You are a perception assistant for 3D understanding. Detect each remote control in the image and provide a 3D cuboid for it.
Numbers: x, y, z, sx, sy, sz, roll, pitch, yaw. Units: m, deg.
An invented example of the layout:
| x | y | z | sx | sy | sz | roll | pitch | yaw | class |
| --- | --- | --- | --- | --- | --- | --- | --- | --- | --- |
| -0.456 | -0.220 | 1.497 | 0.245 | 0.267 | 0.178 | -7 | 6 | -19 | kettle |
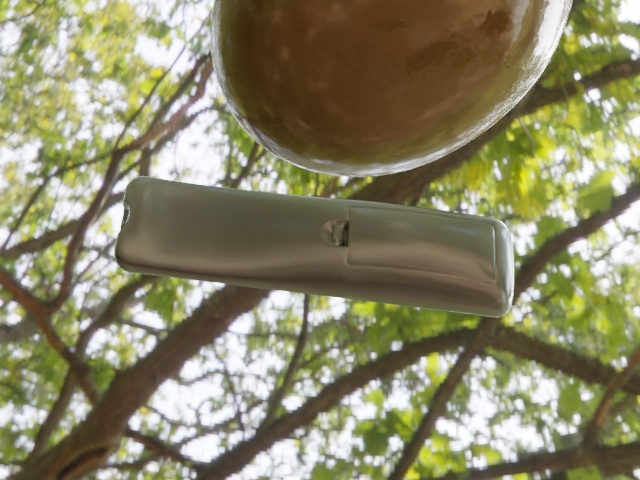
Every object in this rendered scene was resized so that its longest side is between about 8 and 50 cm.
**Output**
| x | y | z | sx | sy | sz | roll | pitch | yaw | class |
| --- | --- | --- | --- | --- | --- | --- | --- | --- | --- |
| 0.000 | 0.000 | 0.522 | 0.184 | 0.050 | 0.027 | 7 | -32 | -5 | remote control |

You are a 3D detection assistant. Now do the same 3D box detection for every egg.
| x | y | z | sx | sy | sz | roll | pitch | yaw | class |
| --- | --- | --- | --- | --- | --- | --- | --- | --- | --- |
| 0.069 | -0.224 | 1.116 | 0.373 | 0.301 | 0.301 | -25 | -63 | 15 | egg |
